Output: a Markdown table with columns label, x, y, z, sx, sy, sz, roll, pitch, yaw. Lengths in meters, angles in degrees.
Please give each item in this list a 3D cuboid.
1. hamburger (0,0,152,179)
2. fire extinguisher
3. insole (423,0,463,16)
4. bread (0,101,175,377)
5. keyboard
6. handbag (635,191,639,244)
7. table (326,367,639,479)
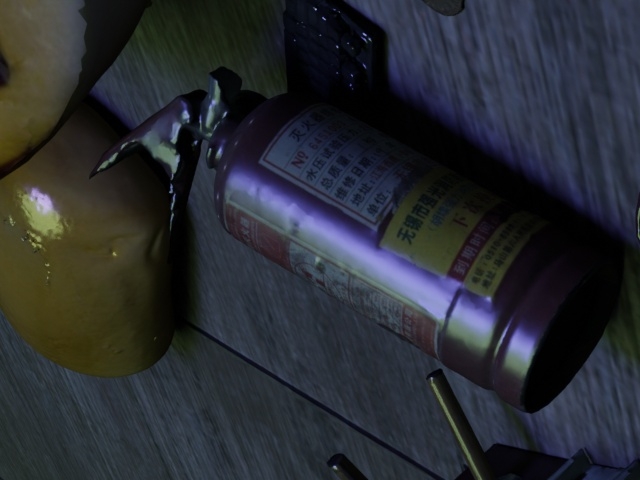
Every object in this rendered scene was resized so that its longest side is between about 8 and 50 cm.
| label | x | y | z | sx | sy | sz | roll | pitch | yaw |
| --- | --- | --- | --- | --- | --- | --- | --- | --- | --- |
| hamburger | -0.207 | -0.153 | 0.776 | 0.302 | 0.170 | 0.302 | 4 | 133 | 4 |
| fire extinguisher | -0.002 | -0.003 | 0.771 | 0.252 | 0.106 | 0.075 | 30 | -171 | 23 |
| insole | 0.050 | -0.130 | 0.665 | 0.045 | 0.002 | 0.135 | 44 | 155 | 17 |
| bread | -0.160 | 0.005 | 1.101 | 0.147 | 0.098 | 0.217 | 43 | 153 | 26 |
| keyboard | 0.005 | -0.043 | 0.844 | 0.060 | 0.018 | 0.195 | 41 | 153 | 29 |
| handbag | 0.199 | -0.010 | 0.491 | 0.203 | 0.074 | 0.216 | 41 | 152 | 21 |
| table | 0.104 | 0.132 | 0.787 | 0.240 | 0.121 | 0.111 | 4 | 127 | 58 |
